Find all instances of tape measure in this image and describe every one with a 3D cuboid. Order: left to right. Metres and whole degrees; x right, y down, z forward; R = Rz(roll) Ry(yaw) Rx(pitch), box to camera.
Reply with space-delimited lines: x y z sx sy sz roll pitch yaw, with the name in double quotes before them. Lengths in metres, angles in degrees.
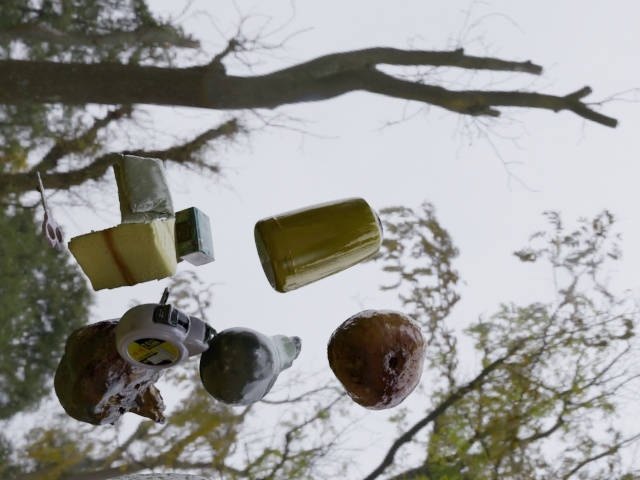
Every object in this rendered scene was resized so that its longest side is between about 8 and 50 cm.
"tape measure" -0.360 0.206 1.700 0.196 0.178 0.105 -25 -137 26

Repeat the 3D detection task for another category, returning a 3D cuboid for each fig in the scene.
"fig" 0.082 0.180 1.250 0.257 0.159 0.159 174 -85 -83

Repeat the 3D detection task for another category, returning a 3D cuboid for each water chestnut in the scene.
"water chestnut" -0.554 0.378 2.093 0.347 0.335 0.335 52 -49 10

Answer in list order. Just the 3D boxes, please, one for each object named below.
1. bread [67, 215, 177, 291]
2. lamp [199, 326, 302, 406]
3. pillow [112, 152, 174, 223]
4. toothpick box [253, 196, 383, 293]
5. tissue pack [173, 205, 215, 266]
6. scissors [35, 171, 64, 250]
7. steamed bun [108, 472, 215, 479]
"bread" -0.545 -0.015 2.152 0.236 0.263 0.198 -90 166 -56
"lamp" -0.154 0.302 1.809 0.181 0.314 0.182 -8 -105 30
"pillow" -0.445 -0.133 1.914 0.078 0.134 0.181 -49 -129 49
"toothpick box" 0.000 0.000 1.716 0.175 0.271 0.175 162 -90 -76
"tissue pack" -0.290 -0.005 1.701 0.079 0.085 0.111 -16 -112 14
"scissors" -0.711 -0.078 1.974 0.110 0.021 0.212 71 0 -82
"steamed bun" -0.199 0.411 0.920 0.283 0.283 0.177 10 -75 50
